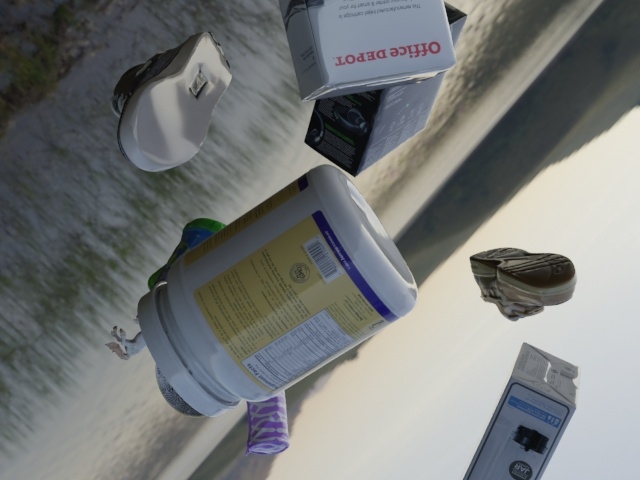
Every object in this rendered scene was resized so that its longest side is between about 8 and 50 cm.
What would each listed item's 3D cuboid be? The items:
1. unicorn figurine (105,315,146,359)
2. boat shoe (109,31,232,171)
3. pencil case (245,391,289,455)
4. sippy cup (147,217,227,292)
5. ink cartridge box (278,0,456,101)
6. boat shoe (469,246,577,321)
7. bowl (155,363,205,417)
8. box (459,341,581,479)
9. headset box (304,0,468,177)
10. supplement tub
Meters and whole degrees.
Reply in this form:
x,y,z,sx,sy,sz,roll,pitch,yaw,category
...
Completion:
x,y,z,sx,sy,sz,roll,pitch,yaw,category
-0.399,0.218,2.061,0.162,0.111,0.060,-29,-156,8,unicorn figurine
-0.256,-0.192,1.365,0.158,0.127,0.340,-18,-154,26,boat shoe
-0.112,0.319,1.778,0.086,0.088,0.206,121,-34,-49,pencil case
-0.279,0.104,2.122,0.224,0.240,0.305,-54,-179,-32,sippy cup
0.051,-0.359,1.290,0.211,0.289,0.121,-12,-179,-19,ink cartridge box
0.364,0.084,1.605,0.122,0.110,0.341,-12,-173,-6,boat shoe
-0.230,0.254,1.767,0.170,0.170,0.080,-51,163,21,bowl
0.245,0.298,1.204,0.289,0.087,0.169,-70,167,17,box
0.118,-0.297,1.623,0.246,0.131,0.283,-38,156,-41,headset box
-0.059,0.074,1.252,0.331,0.241,0.241,-33,179,10,supplement tub
